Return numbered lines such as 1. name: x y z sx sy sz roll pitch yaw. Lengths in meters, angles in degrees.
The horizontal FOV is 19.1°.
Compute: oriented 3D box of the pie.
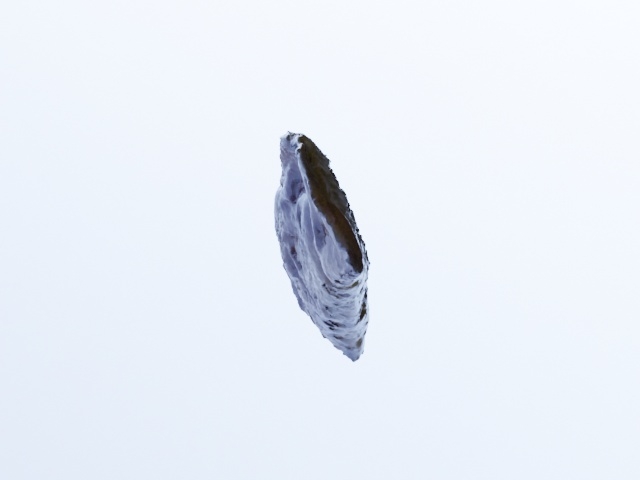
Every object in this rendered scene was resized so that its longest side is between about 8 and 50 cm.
1. pie: 0.000 0.000 0.824 0.170 0.034 0.092 87 162 -70
